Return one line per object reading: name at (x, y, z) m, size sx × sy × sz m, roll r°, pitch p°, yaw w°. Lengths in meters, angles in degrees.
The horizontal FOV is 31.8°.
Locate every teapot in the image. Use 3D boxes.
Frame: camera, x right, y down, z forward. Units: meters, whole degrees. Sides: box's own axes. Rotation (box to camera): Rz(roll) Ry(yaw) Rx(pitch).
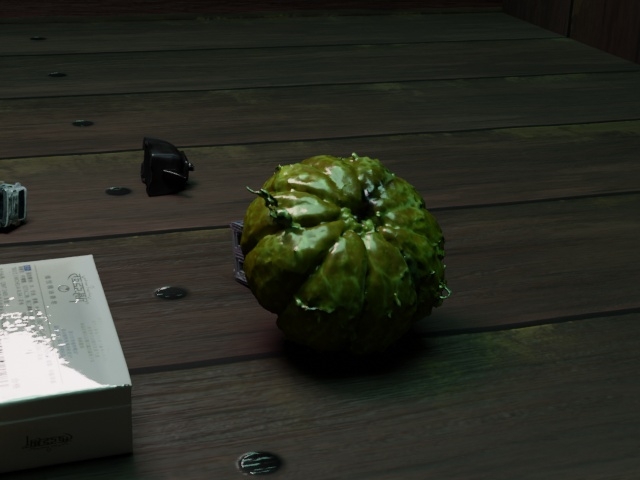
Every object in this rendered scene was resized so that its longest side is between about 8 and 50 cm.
teapot at (-0.298, -0.146, 2.213) m, size 0.096 × 0.087 × 0.177 m, roll 0°, pitch 21°, yaw -18°

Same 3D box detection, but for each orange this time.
orange at (0.029, 0.017, 1.586) m, size 0.301 × 0.223 × 0.300 m, roll -37°, pitch 81°, yaw -34°

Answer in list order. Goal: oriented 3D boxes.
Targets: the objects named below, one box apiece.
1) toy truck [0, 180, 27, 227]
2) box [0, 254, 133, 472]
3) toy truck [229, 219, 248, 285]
toy truck at (-0.601, -0.075, 2.012) m, size 0.177 × 0.080 × 0.115 m, roll 11°, pitch 13°, yaw 25°
box at (-0.352, 0.144, 1.359) m, size 0.203 × 0.116 × 0.274 m, roll -7°, pitch 36°, yaw -19°
toy truck at (0.000, 0.000, 1.816) m, size 0.267 × 0.124 × 0.155 m, roll -15°, pitch 22°, yaw -35°
